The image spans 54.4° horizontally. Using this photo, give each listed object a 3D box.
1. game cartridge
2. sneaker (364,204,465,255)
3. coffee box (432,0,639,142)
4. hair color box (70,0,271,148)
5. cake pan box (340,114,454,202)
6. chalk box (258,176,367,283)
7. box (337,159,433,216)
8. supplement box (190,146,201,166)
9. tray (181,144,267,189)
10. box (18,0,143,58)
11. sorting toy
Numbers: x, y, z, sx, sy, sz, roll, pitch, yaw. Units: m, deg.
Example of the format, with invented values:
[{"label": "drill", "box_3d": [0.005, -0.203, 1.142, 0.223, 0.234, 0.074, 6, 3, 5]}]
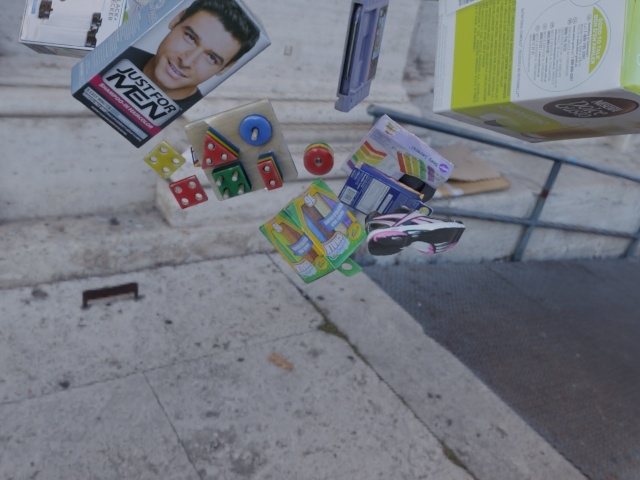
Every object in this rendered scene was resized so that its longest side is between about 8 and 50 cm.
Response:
[{"label": "game cartridge", "box_3d": [0.127, -0.574, 1.824, 0.068, 0.354, 0.230, 20, 32, 17]}, {"label": "sneaker", "box_3d": [0.155, -0.027, 1.031, 0.178, 0.072, 0.077, -1, 53, -22]}, {"label": "coffee box", "box_3d": [0.430, -0.366, 1.054, 0.338, 0.337, 0.334, 3, 1, -41]}, {"label": "hair color box", "box_3d": [-0.310, -0.379, 1.285, 0.185, 0.375, 0.113, 42, 19, -44]}, {"label": "cake pan box", "box_3d": [0.225, -0.214, 1.841, 0.267, 0.246, 0.070, 34, 59, -9]}, {"label": "chalk box", "box_3d": [0.000, 0.000, 1.339, 0.213, 0.132, 0.132, 50, 54, -5]}, {"label": "box", "box_3d": [0.167, -0.102, 1.598, 0.225, 0.136, 0.036, 30, 49, -1]}, {"label": "supplement box", "box_3d": [-0.196, -0.168, 1.186, 0.083, 0.043, 0.055, -5, -13, -37]}, {"label": "tray", "box_3d": [-0.247, -0.223, 1.755, 0.271, 0.030, 0.145, 19, 32, 0]}, {"label": "box", "box_3d": [-0.633, -0.575, 1.650, 0.290, 0.169, 0.087, 11, -2, 11]}, {"label": "sorting toy", "box_3d": [-0.125, -0.121, 0.918, 0.275, 0.132, 0.046, -15, 32, 10]}]
